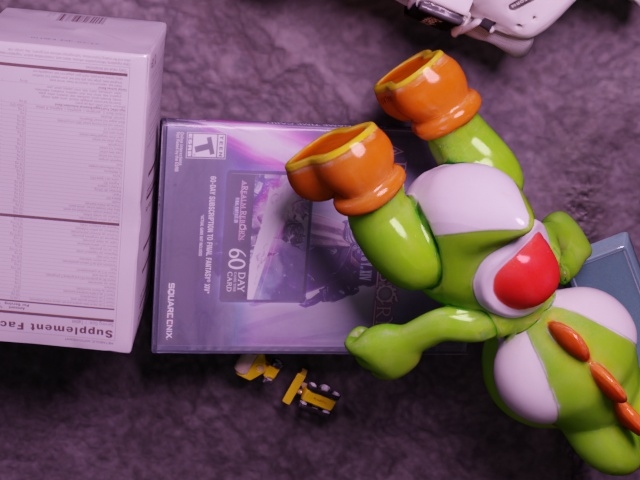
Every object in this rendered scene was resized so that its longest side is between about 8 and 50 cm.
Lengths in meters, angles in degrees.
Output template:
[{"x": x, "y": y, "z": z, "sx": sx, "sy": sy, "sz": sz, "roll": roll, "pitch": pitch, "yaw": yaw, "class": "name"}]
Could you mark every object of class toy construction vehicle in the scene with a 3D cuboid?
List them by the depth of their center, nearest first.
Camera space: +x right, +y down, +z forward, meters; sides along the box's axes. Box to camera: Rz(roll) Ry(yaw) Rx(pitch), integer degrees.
[{"x": -0.020, "y": 0.099, "z": 1.346, "sx": 0.098, "sy": 0.035, "sz": 0.086, "roll": 21, "pitch": 109, "yaw": -15, "class": "toy construction vehicle"}]

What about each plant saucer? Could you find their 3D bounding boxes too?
[{"x": 0.267, "y": 0.089, "z": 1.344, "sx": 0.067, "sy": 0.018, "sz": 0.192, "roll": -21, "pitch": 106, "yaw": 8, "class": "plant saucer"}]

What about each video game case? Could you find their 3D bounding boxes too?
[{"x": 0.000, "y": 0.000, "z": 1.281, "sx": 0.274, "sy": 0.026, "sz": 0.196, "roll": 1, "pitch": 106, "yaw": -11, "class": "video game case"}]

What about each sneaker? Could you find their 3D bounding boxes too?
[{"x": 0.108, "y": -0.205, "z": 1.190, "sx": 0.330, "sy": 0.122, "sz": 0.146, "roll": -7, "pitch": 107, "yaw": 4, "class": "sneaker"}]

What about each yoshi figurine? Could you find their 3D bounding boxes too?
[{"x": 0.133, "y": 0.035, "z": 1.235, "sx": 0.203, "sy": 0.203, "sz": 0.362, "roll": -32, "pitch": 103, "yaw": 28, "class": "yoshi figurine"}]

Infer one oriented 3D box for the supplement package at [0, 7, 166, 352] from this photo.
[{"x": -0.203, "y": -0.050, "z": 1.241, "sx": 0.139, "sy": 0.134, "sz": 0.244, "roll": 6, "pitch": 109, "yaw": -1, "class": "supplement package"}]
